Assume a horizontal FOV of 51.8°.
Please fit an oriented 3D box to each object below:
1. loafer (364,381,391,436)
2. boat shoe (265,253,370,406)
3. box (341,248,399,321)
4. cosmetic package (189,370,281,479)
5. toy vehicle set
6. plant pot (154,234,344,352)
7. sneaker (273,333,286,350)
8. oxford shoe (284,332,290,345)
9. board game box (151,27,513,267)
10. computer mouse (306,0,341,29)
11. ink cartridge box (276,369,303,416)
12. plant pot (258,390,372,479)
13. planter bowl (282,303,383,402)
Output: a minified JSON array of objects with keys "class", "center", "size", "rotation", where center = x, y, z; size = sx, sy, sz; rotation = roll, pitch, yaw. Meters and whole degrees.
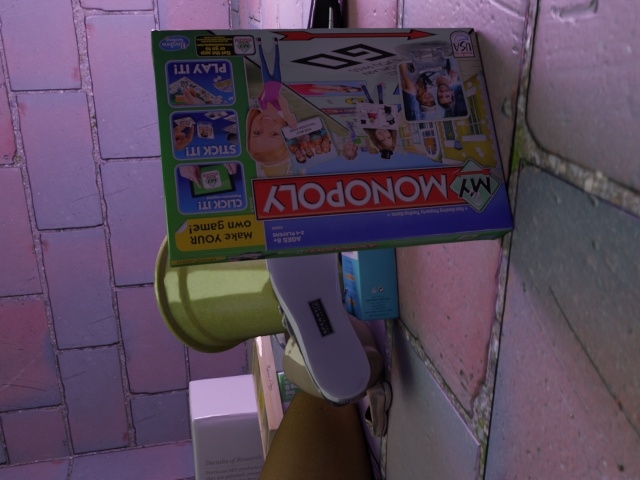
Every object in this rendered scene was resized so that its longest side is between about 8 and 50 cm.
[{"class":"loafer","center":[0.088,0.279,1.081],"size":[0.045,0.039,0.125],"rotation":[-110,19,-49]},{"class":"boat shoe","center":[-0.008,0.100,1.001],"size":[0.105,0.113,0.306],"rotation":[107,140,-65]},{"class":"box","center":[0.069,-0.006,1.004],"size":[0.100,0.060,0.244],"rotation":[-165,71,-77]},{"class":"cosmetic package","center":[-0.206,0.630,1.931],"size":[0.329,0.328,0.393],"rotation":[-152,59,-76]},{"class":"toy vehicle set","center":[-0.125,0.370,1.548],"size":[0.266,0.035,0.166],"rotation":[-105,17,-44]},{"class":"plant pot","center":[-0.108,0.066,1.177],"size":[0.254,0.276,0.276],"rotation":[-6,88,40]},{"class":"sneaker","center":[-0.060,0.197,1.597],"size":[0.122,0.110,0.283],"rotation":[-111,20,-44]},{"class":"oxford shoe","center":[-0.051,0.184,1.451],"size":[0.098,0.097,0.271],"rotation":[-48,-34,-55]},{"class":"board game box","center":[0.010,-0.095,0.623],"size":[0.046,0.317,0.213],"rotation":[128,135,-72]},{"class":"computer mouse","center":[0.018,-0.400,1.107],"size":[0.184,0.060,0.262],"rotation":[-141,59,-80]},{"class":"ink cartridge box","center":[-0.043,0.454,1.574],"size":[0.211,0.122,0.289],"rotation":[136,129,-74]},{"class":"plant pot","center":[-0.003,0.416,1.214],"size":[0.237,0.237,0.254],"rotation":[107,171,-61]},{"class":"planter bowl","center":[0.034,0.198,1.084],"size":[0.109,0.162,0.162],"rotation":[33,132,40]}]
